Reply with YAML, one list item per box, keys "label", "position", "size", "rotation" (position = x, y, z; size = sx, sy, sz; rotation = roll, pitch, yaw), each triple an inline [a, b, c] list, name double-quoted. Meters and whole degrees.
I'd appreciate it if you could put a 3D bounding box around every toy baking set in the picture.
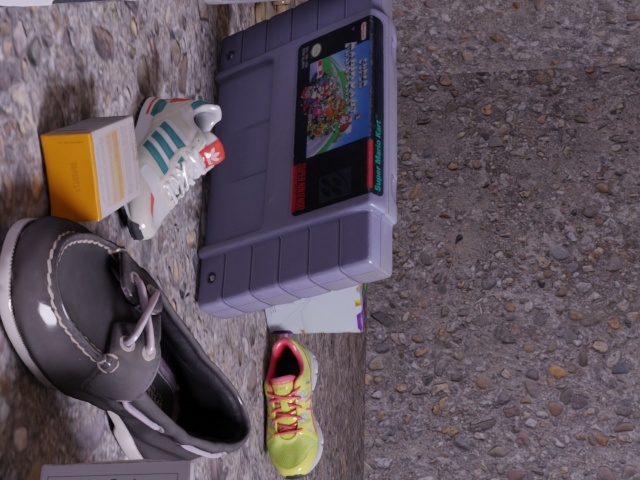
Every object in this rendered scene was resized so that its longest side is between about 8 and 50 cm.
- label: "toy baking set"
  position: [-0.075, -0.422, 1.462]
  size: [0.197, 0.030, 0.256]
  rotation: [-24, 112, -82]

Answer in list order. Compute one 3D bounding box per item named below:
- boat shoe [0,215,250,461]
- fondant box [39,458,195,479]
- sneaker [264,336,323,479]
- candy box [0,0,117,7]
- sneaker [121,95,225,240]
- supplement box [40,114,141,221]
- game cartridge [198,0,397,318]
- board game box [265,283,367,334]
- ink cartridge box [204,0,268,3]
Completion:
- label: "boat shoe"
  position: [-0.126, 0.080, 0.713]
  size: [0.335, 0.095, 0.112]
  rotation: [75, 15, -59]
- label: "fondant box"
  position: [-0.112, 0.326, 0.542]
  size: [0.330, 0.096, 0.238]
  rotation: [-92, -178, -46]
- label: "sneaker"
  position: [-0.048, 0.230, 1.374]
  size: [0.094, 0.081, 0.208]
  rotation: [64, 17, -54]
- label: "candy box"
  position: [-0.122, -0.167, 0.429]
  size: [0.165, 0.196, 0.070]
  rotation: [-83, 168, -51]
- label: "sneaker"
  position: [-0.124, -0.068, 0.841]
  size: [0.057, 0.075, 0.161]
  rotation: [80, 11, -45]
- label: "supplement box"
  position: [-0.162, -0.053, 0.701]
  size: [0.098, 0.036, 0.062]
  rotation: [-62, 149, -75]
- label: "game cartridge"
  position: [-0.023, -0.106, 1.058]
  size: [0.068, 0.230, 0.355]
  rotation: [29, 52, -43]
- label: "board game box"
  position: [0.000, 0.000, 1.494]
  size: [0.275, 0.142, 0.144]
  rotation: [-81, 167, -55]
- label: "ink cartridge box"
  position: [-0.084, -0.399, 0.901]
  size: [0.384, 0.160, 0.279]
  rotation: [-9, 96, -83]
